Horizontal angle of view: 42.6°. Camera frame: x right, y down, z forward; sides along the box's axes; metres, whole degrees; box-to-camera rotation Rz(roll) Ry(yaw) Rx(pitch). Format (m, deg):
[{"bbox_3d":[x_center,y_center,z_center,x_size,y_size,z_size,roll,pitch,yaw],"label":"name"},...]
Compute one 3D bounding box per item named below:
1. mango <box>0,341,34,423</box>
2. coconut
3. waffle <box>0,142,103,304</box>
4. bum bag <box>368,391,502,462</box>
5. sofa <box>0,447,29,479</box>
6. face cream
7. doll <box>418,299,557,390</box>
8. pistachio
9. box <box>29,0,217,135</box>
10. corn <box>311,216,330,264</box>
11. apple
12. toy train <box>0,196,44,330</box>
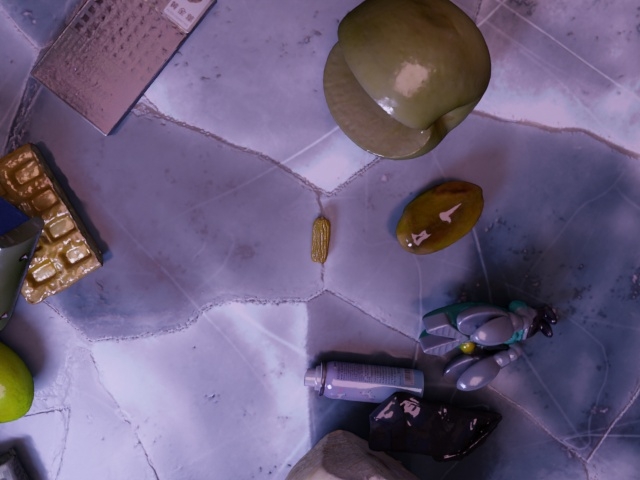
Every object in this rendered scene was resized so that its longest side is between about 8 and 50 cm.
[{"bbox_3d":[-0.676,0.253,1.530,0.273,0.149,0.185,-3,92,-8],"label":"mango"},{"bbox_3d":[0.058,0.523,1.539,0.297,0.297,0.254,35,88,-7],"label":"coconut"},{"bbox_3d":[-0.542,-0.031,1.539,0.168,0.057,0.274,-30,99,2],"label":"waffle"},{"bbox_3d":[0.215,0.366,1.591,0.310,0.074,0.137,18,110,-28],"label":"bum bag"},{"bbox_3d":[-0.671,0.540,1.607,0.225,0.176,0.210,-28,100,-27],"label":"sofa"},{"bbox_3d":[0.083,0.278,1.607,0.229,0.075,0.075,7,98,-3],"label":"face cream"},{"bbox_3d":[0.321,0.173,1.561,0.258,0.153,0.195,-27,126,6],"label":"doll"},{"bbox_3d":[0.226,-0.041,1.559,0.189,0.100,0.110,-38,121,-7],"label":"pistachio"},{"bbox_3d":[-0.359,-0.372,1.503,0.180,0.047,0.325,39,96,-8],"label":"box"},{"bbox_3d":[0.000,0.000,1.580,0.037,0.037,0.092,5,97,-4],"label":"corn"},{"bbox_3d":[0.143,-0.288,1.423,0.292,0.292,0.254,-35,75,2],"label":"apple"},{"bbox_3d":[-0.619,0.029,1.460,0.202,0.131,0.299,35,126,4],"label":"toy train"}]
